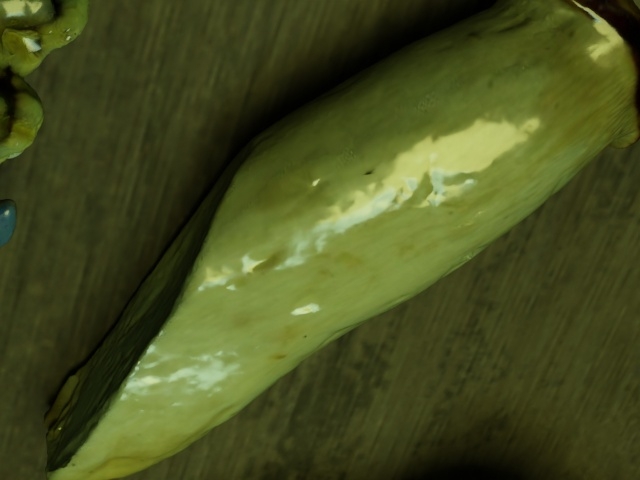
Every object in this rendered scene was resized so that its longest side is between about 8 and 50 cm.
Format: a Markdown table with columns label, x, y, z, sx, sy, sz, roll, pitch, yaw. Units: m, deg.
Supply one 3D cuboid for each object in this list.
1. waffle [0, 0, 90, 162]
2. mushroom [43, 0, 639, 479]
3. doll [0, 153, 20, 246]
| label | x | y | z | sx | sy | sz | roll | pitch | yaw |
| --- | --- | --- | --- | --- | --- | --- | --- | --- | --- |
| waffle | -0.200 | -0.066 | 0.475 | 0.204 | 0.054 | 0.223 | 39 | 98 | -1 |
| mushroom | -0.002 | -0.003 | 0.589 | 0.333 | 0.087 | 0.107 | -33 | 125 | 9 |
| doll | -0.196 | 0.002 | 0.546 | 0.195 | 0.070 | 0.096 | -31 | 124 | 18 |
